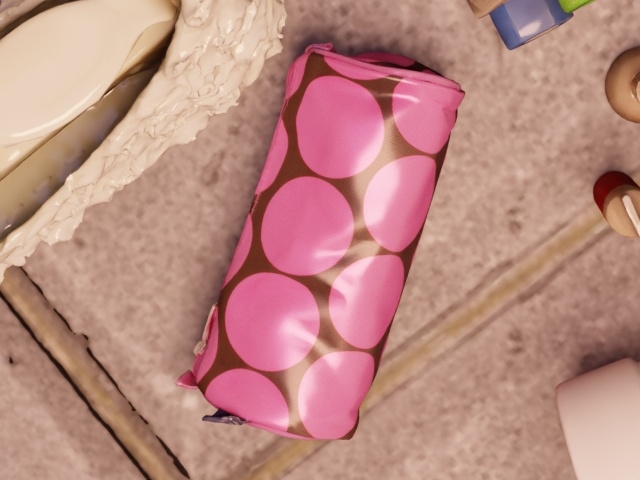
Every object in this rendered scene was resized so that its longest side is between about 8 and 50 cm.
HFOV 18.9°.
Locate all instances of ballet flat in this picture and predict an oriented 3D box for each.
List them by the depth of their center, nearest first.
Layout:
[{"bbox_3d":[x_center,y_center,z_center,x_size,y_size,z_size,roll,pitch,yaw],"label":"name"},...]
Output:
[{"bbox_3d":[-0.199,-0.038,0.993,0.409,0.147,0.147,-39,92,9],"label":"ballet flat"}]

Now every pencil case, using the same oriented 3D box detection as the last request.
[{"bbox_3d":[0.000,0.000,1.002,0.098,0.095,0.209,21,97,18],"label":"pencil case"}]

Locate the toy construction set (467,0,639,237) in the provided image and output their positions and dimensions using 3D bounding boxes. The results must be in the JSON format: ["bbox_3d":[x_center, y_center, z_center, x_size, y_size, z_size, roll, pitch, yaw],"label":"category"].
[{"bbox_3d":[0.159,-0.153,0.891,0.257,0.237,0.309,-1,98,5],"label":"toy construction set"}]

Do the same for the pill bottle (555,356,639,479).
[{"bbox_3d":[0.311,0.090,0.922,0.362,0.210,0.210,-21,95,8],"label":"pill bottle"}]
